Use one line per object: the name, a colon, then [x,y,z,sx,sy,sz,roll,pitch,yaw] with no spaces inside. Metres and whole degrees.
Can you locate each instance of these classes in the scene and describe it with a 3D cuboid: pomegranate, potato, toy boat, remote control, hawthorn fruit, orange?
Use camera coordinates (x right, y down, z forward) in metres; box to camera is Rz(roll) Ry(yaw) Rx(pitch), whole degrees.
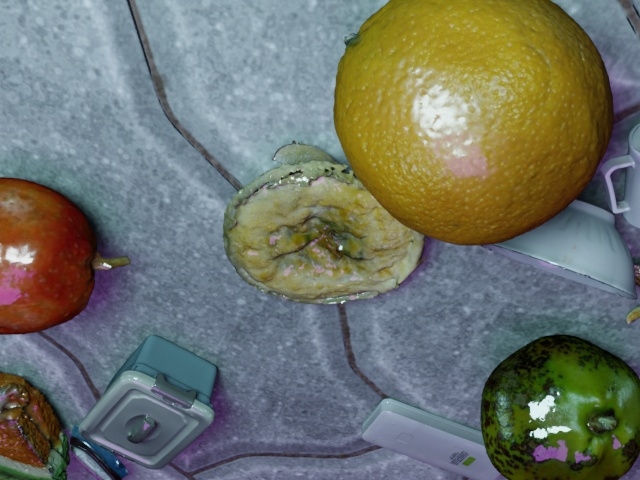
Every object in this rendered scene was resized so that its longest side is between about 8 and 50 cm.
pomegranate: [0.325,0.264,1.044,0.221,0.204,0.277,1,137,-12]
potato: [-0.015,-0.096,0.900,0.093,0.036,0.037,23,93,-22]
toy boat: [-0.416,0.399,1.392,0.137,0.061,0.060,45,117,-12]
remote control: [0.198,0.338,1.245,0.250,0.034,0.103,21,132,-8]
hawthorn fruit: [-0.376,0.022,0.965,0.253,0.205,0.205,-2,131,3]
orange: [0.135,-0.121,0.702,0.264,0.264,0.264,5,132,6]

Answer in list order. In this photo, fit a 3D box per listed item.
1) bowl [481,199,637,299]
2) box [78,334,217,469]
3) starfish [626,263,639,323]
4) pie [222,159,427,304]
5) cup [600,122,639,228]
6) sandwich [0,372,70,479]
bowl: [0.288,-0.003,0.870,0.189,0.189,0.086,20,90,-7]
box: [-0.274,0.267,1.203,0.162,0.130,0.227,31,128,-16]
starfish: [0.457,0.062,0.950,0.208,0.053,0.176,25,141,-4]
pie: [0.000,0.000,0.937,0.274,0.055,0.274,4,144,3]
cup: [0.360,-0.069,0.822,0.104,0.074,0.116,-13,135,-3]
sandwich: [-0.576,0.321,1.315,0.292,0.109,0.212,5,121,10]
